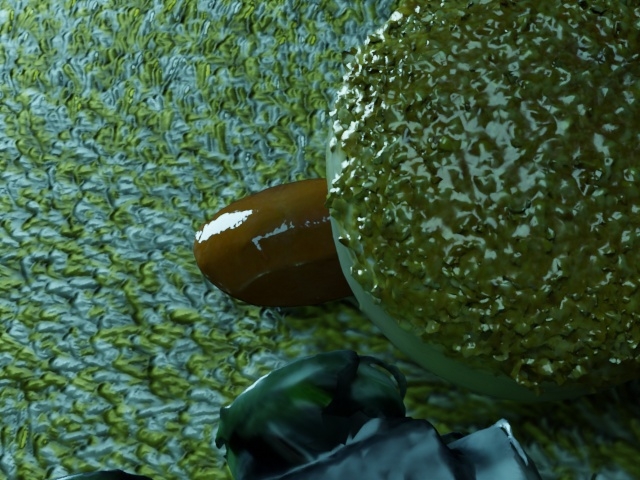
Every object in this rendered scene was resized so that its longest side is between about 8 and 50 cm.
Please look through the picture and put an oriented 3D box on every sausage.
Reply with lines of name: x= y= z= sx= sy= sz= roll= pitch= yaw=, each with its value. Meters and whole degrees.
sausage: x=0.000 y=0.000 z=0.926 sx=0.179 sy=0.089 sz=0.089 roll=-12 pitch=50 yaw=16

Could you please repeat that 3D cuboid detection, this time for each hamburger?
hamburger: x=0.139 y=-0.043 z=0.808 sx=0.276 sy=0.179 sz=0.294 roll=37 pitch=64 yaw=10

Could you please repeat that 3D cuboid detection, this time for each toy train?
toy train: x=-0.024 y=0.202 z=0.666 sx=0.307 sy=0.249 sz=0.173 roll=-25 pitch=52 yaw=0
